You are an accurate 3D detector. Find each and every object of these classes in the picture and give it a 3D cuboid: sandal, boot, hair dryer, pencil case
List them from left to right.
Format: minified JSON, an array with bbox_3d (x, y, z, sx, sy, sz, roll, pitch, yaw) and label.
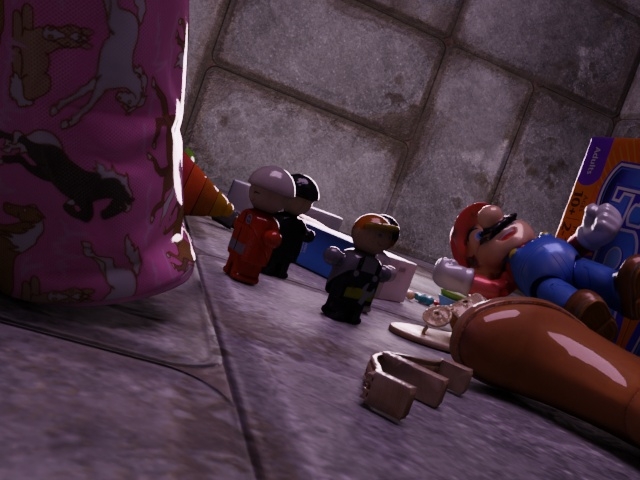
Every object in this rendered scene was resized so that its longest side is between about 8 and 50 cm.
[{"bbox_3d":[-0.150,-0.147,0.427,0.167,0.387,0.160,-5,22,-35],"label":"pencil case"},{"bbox_3d":[-0.081,-0.031,1.390,0.293,0.080,0.223,20,3,0],"label":"hair dryer"},{"bbox_3d":[0.203,0.109,0.853,0.239,0.079,0.088,18,4,-21],"label":"sandal"},{"bbox_3d":[0.278,0.153,0.606,0.283,0.109,0.220,26,6,-16],"label":"boot"}]

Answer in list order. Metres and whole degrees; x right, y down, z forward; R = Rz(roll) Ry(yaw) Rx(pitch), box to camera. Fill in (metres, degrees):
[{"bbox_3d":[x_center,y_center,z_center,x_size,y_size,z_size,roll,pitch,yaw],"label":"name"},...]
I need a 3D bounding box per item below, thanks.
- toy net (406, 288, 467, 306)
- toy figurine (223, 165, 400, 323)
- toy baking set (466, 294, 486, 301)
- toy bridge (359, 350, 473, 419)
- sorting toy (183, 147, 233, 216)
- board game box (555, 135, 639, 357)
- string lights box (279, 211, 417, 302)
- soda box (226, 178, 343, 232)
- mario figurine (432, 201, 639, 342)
[{"bbox_3d":[0.195,0.096,1.269,0.232,0.045,0.122,22,4,29],"label":"toy net"},{"bbox_3d":[0.000,0.000,0.836,0.209,0.148,0.213,21,3,13],"label":"toy figurine"},{"bbox_3d":[0.372,0.165,1.281,0.256,0.030,0.196,30,-1,20],"label":"toy baking set"},{"bbox_3d":[0.074,0.113,0.536,0.063,0.026,0.188,21,3,27],"label":"toy bridge"},{"bbox_3d":[-0.230,-0.094,1.235,0.126,0.127,0.365,25,4,-13],"label":"sorting toy"},{"bbox_3d":[0.566,0.090,0.898,0.356,0.357,0.356,18,3,-26],"label":"board game box"},{"bbox_3d":[0.028,0.025,1.169,0.259,0.077,0.133,23,4,39],"label":"string lights box"},{"bbox_3d":[-0.095,-0.060,1.601,0.286,0.098,0.091,20,4,-10],"label":"soda box"},{"bbox_3d":[0.282,0.014,0.891,0.197,0.170,0.320,4,14,-26],"label":"mario figurine"}]
